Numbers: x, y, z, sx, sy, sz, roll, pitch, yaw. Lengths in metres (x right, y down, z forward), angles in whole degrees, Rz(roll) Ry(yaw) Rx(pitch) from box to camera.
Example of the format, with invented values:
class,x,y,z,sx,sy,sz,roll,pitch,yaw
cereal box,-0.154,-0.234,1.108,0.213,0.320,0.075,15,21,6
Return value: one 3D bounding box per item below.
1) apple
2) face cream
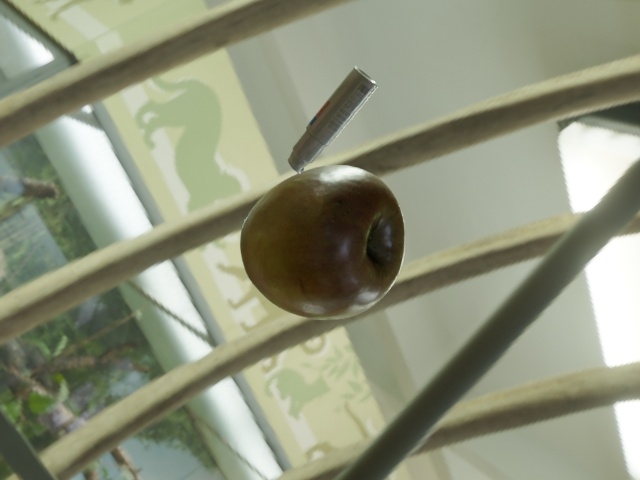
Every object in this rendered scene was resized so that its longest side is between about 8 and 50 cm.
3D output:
class,x,y,z,sx,sy,sz,roll,pitch,yaw
apple,0.000,0.000,1.335,0.208,0.237,0.237,5,-51,38
face cream,0.009,-0.127,1.005,0.034,0.130,0.034,36,16,-12
